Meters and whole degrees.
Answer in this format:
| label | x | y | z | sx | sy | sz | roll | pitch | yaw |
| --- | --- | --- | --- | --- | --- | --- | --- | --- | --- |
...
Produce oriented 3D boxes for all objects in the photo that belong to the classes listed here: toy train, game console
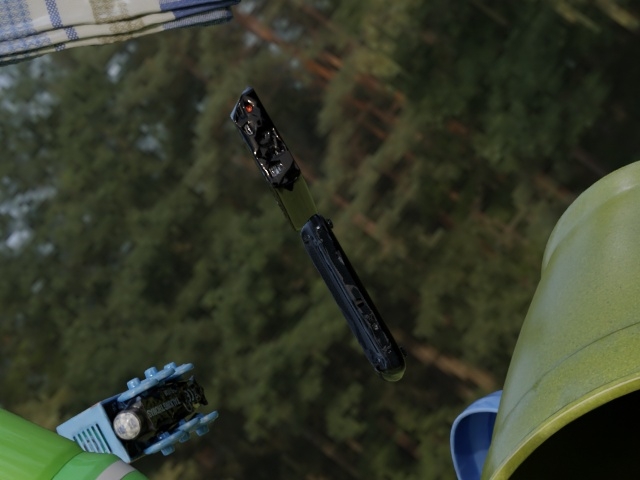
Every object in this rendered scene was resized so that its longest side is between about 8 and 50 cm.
| label | x | y | z | sx | sy | sz | roll | pitch | yaw |
| --- | --- | --- | --- | --- | --- | --- | --- | --- | --- |
| toy train | -0.171 | 0.171 | 1.642 | 0.105 | 0.080 | 0.184 | -28 | -3 | 15 |
| game console | 0.000 | 0.000 | 1.946 | 0.044 | 0.361 | 0.213 | -29 | -13 | -1 |

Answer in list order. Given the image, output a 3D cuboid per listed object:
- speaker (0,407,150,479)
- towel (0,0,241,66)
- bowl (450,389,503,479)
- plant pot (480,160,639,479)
| label | x | y | z | sx | sy | sz | roll | pitch | yaw |
| --- | --- | --- | --- | --- | --- | --- | --- | --- | --- |
| speaker | -0.235 | 0.127 | 0.932 | 0.131 | 0.296 | 0.131 | 23 | -90 | -80 |
| towel | -0.219 | -0.223 | 1.256 | 0.285 | 0.209 | 0.034 | -14 | -17 | -15 |
| bowl | 0.286 | 0.293 | 1.651 | 0.077 | 0.391 | 0.391 | -38 | -16 | -21 |
| plant pot | 0.291 | 0.121 | 1.282 | 0.353 | 0.366 | 0.366 | -82 | 19 | -55 |
